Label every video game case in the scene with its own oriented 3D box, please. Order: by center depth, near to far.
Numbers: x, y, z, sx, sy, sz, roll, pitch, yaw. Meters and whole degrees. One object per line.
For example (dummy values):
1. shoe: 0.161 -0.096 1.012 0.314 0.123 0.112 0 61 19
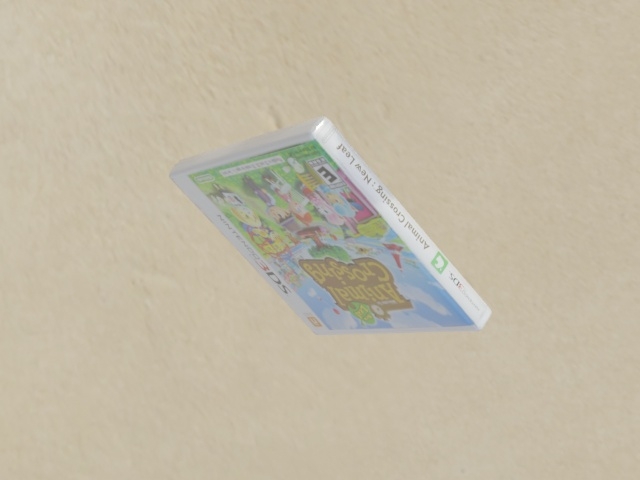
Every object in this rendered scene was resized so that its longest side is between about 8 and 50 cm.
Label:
1. video game case: 0.000 0.000 0.861 0.193 0.212 0.023 48 62 -21
